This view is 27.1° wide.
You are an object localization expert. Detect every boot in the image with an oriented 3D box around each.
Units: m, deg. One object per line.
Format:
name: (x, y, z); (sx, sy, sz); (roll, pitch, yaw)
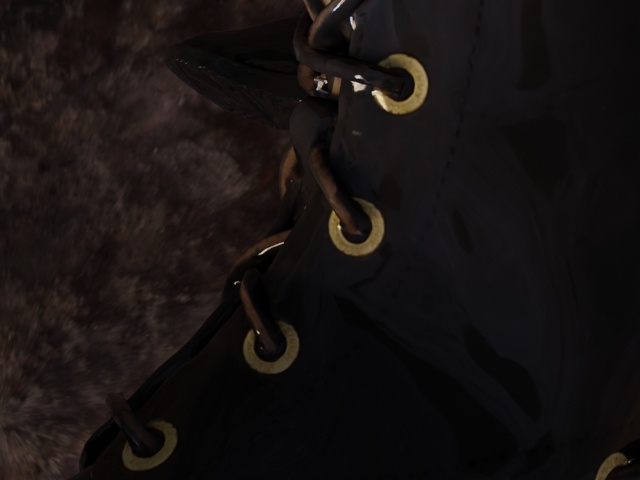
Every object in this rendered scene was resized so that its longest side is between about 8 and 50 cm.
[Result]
boot: (0.000, 0.000, 0.368); (0.377, 0.138, 0.284); (-1, -85, -12)
boot: (0.002, -0.094, 0.535); (0.045, 0.121, 0.099); (39, -105, -45)
